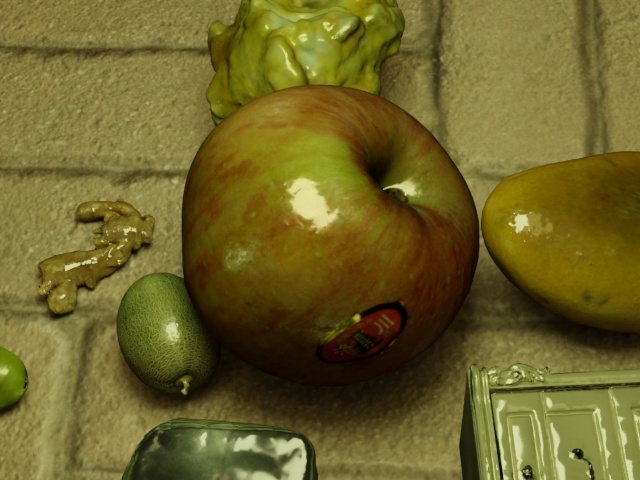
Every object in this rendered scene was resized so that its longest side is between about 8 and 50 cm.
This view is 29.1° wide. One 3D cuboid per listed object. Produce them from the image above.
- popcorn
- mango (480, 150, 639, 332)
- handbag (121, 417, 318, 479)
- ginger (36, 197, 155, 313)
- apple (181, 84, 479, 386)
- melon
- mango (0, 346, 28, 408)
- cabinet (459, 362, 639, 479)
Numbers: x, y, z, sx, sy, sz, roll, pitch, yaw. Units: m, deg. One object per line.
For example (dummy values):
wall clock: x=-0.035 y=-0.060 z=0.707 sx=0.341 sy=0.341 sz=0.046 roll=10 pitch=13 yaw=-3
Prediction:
popcorn: x=-0.023 y=-0.264 z=1.831 sx=0.293 sy=0.292 sz=0.334 roll=18 pitch=51 yaw=25
mango: x=0.383 y=-0.005 z=1.642 sx=0.365 sy=0.182 sz=0.253 roll=9 pitch=61 yaw=-23
handbag: x=-0.121 y=0.391 z=1.411 sx=0.247 sy=0.240 sz=0.340 roll=2 pitch=57 yaw=6
ginger: x=-0.326 y=0.011 z=1.794 sx=0.176 sy=0.052 sz=0.193 roll=-13 pitch=55 yaw=1
apple: x=0.000 y=0.000 z=1.595 sx=0.400 sy=0.333 sz=0.400 roll=30 pitch=41 yaw=-29
melon: x=-0.202 y=0.129 z=1.655 sx=0.139 sy=0.139 sz=0.192 roll=-18 pitch=51 yaw=-9
mango: x=-0.475 y=0.180 z=1.673 sx=0.165 sy=0.074 sz=0.091 roll=8 pitch=67 yaw=16
cabinet: x=0.338 y=0.310 z=1.447 sx=0.318 sy=0.227 sz=0.290 roll=-3 pitch=55 yaw=2
